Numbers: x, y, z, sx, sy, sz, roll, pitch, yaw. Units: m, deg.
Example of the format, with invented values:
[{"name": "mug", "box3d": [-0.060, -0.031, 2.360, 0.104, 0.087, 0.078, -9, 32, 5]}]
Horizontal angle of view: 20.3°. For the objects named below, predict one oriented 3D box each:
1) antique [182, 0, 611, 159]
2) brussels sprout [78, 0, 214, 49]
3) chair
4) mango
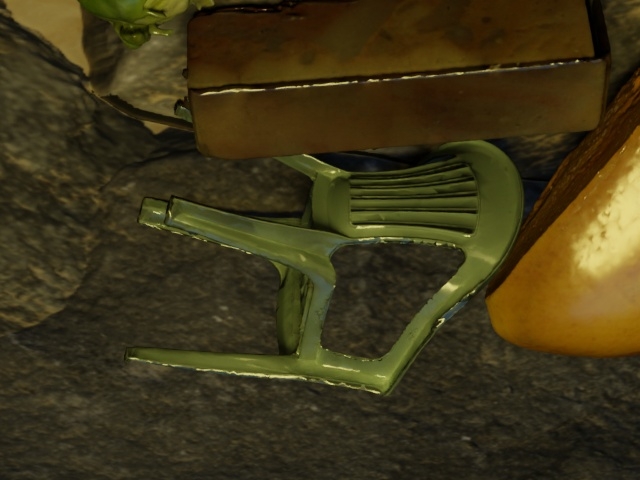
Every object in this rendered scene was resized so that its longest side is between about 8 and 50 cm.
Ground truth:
[{"name": "antique", "box3d": [0.054, -0.130, 1.327, 0.310, 0.093, 0.087, -5, 145, 1]}, {"name": "brussels sprout", "box3d": [-0.121, -0.211, 1.157, 0.131, 0.145, 0.183, -39, -178, 6]}, {"name": "chair", "box3d": [0.000, 0.000, 1.420, 0.274, 0.203, 0.190, 11, 131, -13]}, {"name": "mango", "box3d": [0.275, -0.034, 1.347, 0.350, 0.199, 0.201, -41, 159, 1]}]
